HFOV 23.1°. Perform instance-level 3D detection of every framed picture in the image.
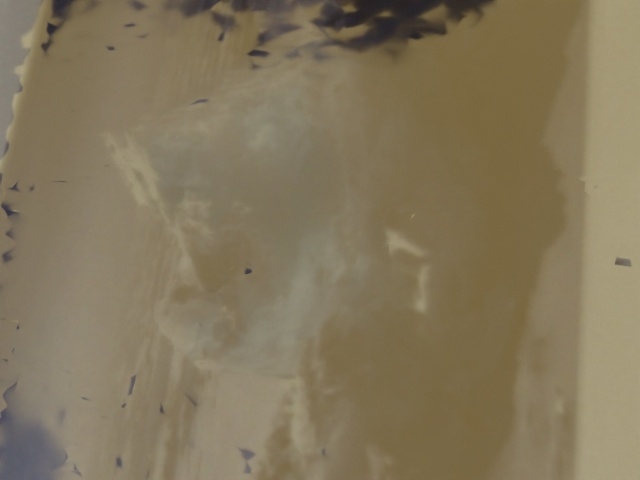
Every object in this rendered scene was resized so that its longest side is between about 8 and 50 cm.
[{"bbox_3d":[-0.016,0.023,0.569,0.326,0.028,0.446,1,62,9],"label":"framed picture"}]
